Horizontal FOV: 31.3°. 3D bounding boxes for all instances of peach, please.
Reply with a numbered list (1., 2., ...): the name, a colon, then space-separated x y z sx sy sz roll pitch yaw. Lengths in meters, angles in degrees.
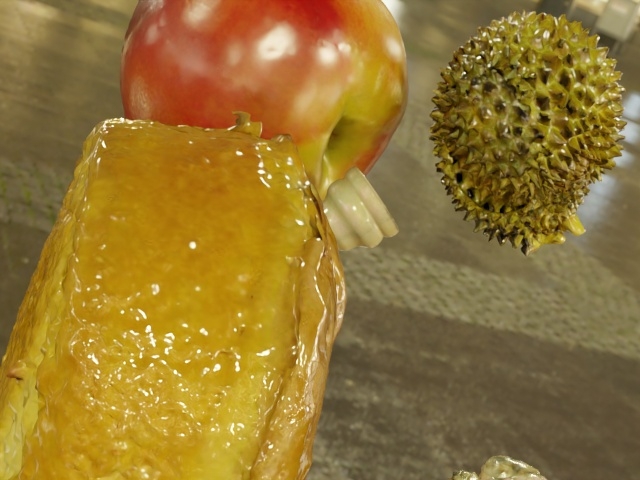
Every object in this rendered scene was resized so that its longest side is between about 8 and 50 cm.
1. peach: -0.086 -0.210 1.491 0.388 0.388 0.388 20 18 -7

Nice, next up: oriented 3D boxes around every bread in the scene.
1. bread: -0.119 0.091 0.798 0.204 0.358 0.337 17 32 -11

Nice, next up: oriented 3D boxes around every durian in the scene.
1. durian: 0.251 -0.143 1.449 0.258 0.293 0.258 1 24 0

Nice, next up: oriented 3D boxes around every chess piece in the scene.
1. chess piece: 0.000 0.000 1.329 0.094 0.170 0.094 54 0 0

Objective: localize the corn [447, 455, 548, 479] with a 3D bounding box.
1. corn: 0.203 0.281 0.750 0.335 0.126 0.126 40 23 15
